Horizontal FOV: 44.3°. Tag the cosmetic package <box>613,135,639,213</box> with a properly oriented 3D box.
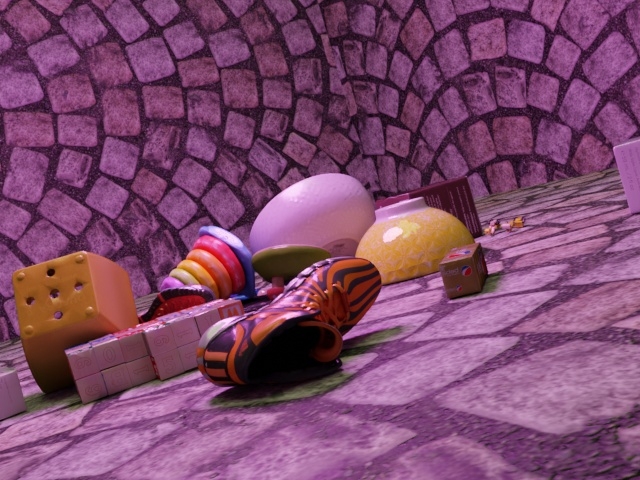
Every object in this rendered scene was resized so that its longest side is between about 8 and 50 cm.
[{"bbox_3d":[0.737,-0.158,1.659,0.183,0.151,0.151,-16,3,29],"label":"cosmetic package"}]

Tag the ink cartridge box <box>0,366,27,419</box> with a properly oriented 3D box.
[{"bbox_3d":[-0.637,0.293,1.385,0.190,0.082,0.139,-17,3,-35],"label":"ink cartridge box"}]

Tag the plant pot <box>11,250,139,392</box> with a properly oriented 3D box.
[{"bbox_3d":[-0.475,0.137,1.499,0.212,0.212,0.187,-17,-28,-6],"label":"plant pot"}]

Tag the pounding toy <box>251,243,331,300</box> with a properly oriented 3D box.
[{"bbox_3d":[-0.063,0.096,1.806,0.183,0.110,0.237,-4,-19,2],"label":"pounding toy"}]

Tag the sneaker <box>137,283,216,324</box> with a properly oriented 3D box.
[{"bbox_3d":[-0.288,0.136,1.605,0.262,0.104,0.125,-29,10,42],"label":"sneaker"}]

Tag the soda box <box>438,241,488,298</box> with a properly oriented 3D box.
[{"bbox_3d":[0.248,0.049,1.347,0.058,0.061,0.181,-15,3,18],"label":"soda box"}]

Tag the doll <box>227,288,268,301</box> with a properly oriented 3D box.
[{"bbox_3d":[-0.185,0.144,2.032,0.129,0.046,0.189,-7,4,-35],"label":"doll"}]

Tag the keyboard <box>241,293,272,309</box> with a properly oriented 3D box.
[{"bbox_3d":[-0.238,0.181,1.821,0.201,0.033,0.317,-12,4,39],"label":"keyboard"}]

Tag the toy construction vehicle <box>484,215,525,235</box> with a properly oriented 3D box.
[{"bbox_3d":[0.471,-0.034,2.004,0.086,0.035,0.098,-2,13,30],"label":"toy construction vehicle"}]

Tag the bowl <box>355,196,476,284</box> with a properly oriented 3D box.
[{"bbox_3d":[0.199,-0.009,1.772,0.289,0.156,0.289,-16,3,1],"label":"bowl"}]

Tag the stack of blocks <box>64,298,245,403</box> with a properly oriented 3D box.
[{"bbox_3d":[-0.285,0.188,1.375,0.297,0.087,0.171,-17,3,-20],"label":"stack of blocks"}]

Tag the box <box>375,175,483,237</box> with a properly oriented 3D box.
[{"bbox_3d":[0.289,-0.061,2.100,0.203,0.167,0.168,-18,4,-26],"label":"box"}]

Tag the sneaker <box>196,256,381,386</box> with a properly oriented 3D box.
[{"bbox_3d":[0.001,0.118,1.083,0.321,0.125,0.180,-31,15,-32],"label":"sneaker"}]

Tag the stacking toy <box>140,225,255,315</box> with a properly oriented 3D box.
[{"bbox_3d":[-0.305,0.115,1.821,0.175,0.166,0.302,29,50,29],"label":"stacking toy"}]

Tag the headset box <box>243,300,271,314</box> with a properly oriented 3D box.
[{"bbox_3d":[-0.142,0.158,1.695,0.062,0.032,0.083,-14,3,22],"label":"headset box"}]

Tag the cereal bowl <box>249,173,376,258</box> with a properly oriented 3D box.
[{"bbox_3d":[0.000,0.000,1.979,0.339,0.141,0.339,-20,-36,-15],"label":"cereal bowl"}]
